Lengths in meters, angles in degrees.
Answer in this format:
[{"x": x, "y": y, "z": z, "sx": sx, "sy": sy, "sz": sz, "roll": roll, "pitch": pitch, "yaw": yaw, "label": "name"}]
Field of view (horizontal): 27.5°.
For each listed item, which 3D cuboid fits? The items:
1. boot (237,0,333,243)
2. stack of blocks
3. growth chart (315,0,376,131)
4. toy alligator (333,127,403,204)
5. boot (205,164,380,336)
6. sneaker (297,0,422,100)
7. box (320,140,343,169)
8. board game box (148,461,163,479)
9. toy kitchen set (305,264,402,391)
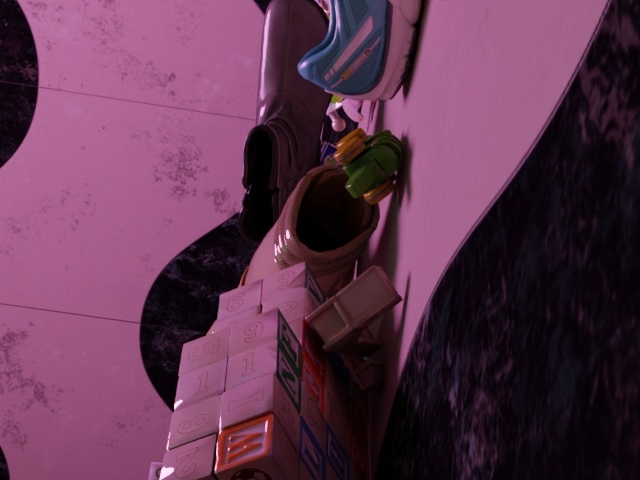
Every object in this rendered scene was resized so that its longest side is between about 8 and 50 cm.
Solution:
[{"x": -0.039, "y": -0.130, "z": 1.379, "sx": 0.161, "sy": 0.084, "sz": 0.246, "roll": -56, "pitch": -30, "yaw": -69, "label": "boot"}, {"x": -0.034, "y": 0.142, "z": 1.035, "sx": 0.297, "sy": 0.087, "sz": 0.171, "roll": -88, "pitch": -27, "yaw": -58, "label": "stack of blocks"}, {"x": 0.020, "y": -0.232, "z": 1.428, "sx": 0.172, "sy": 0.021, "sz": 0.237, "roll": 58, "pitch": 153, "yaw": 14, "label": "growth chart"}, {"x": 0.051, "y": -0.079, "z": 1.179, "sx": 0.051, "sy": 0.056, "sz": 0.189, "roll": -34, "pitch": 11, "yaw": 14, "label": "toy alligator"}, {"x": 0.000, "y": 0.000, "z": 1.278, "sx": 0.262, "sy": 0.095, "sz": 0.203, "roll": -45, "pitch": -10, "yaw": -49, "label": "boot"}, {"x": 0.044, "y": -0.259, "z": 1.170, "sx": 0.107, "sy": 0.110, "sz": 0.275, "roll": -95, "pitch": 15, "yaw": -72, "label": "sneaker"}, {"x": 0.011, "y": -0.027, "z": 1.523, "sx": 0.059, "sy": 0.054, "sz": 0.168, "roll": 108, "pitch": 169, "yaw": -66, "label": "box"}, {"x": -0.127, "y": 0.328, "z": 1.713, "sx": 0.305, "sy": 0.193, "sz": 0.053, "roll": 121, "pitch": 156, "yaw": -78, "label": "board game box"}, {"x": 0.048, "y": 0.074, "z": 1.061, "sx": 0.068, "sy": 0.075, "sz": 0.083, "roll": 58, "pitch": -163, "yaw": 21, "label": "toy kitchen set"}]
